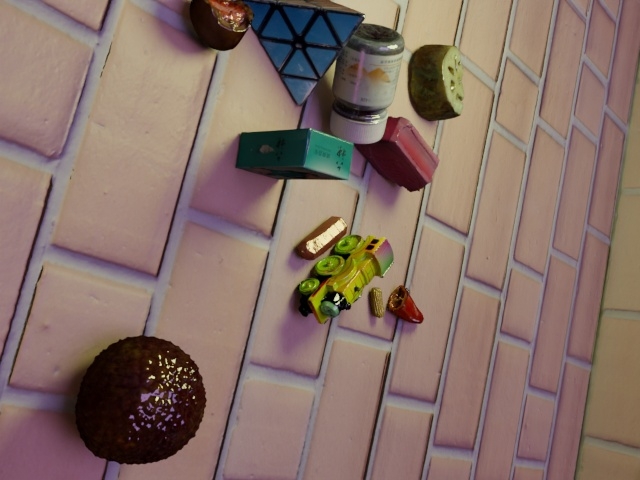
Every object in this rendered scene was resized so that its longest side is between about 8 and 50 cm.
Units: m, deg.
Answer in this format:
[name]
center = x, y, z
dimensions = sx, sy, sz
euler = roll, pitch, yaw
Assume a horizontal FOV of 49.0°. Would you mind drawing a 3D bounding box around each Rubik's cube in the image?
[Rubik's cube]
center = -0.033, -0.517, 1.730
dimensions = 0.228, 0.229, 0.233
euler = -32, 164, 0

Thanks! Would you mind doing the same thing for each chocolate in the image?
[chocolate]
center = -0.226, -0.494, 1.554
dimensions = 0.133, 0.124, 0.127
euler = 33, 94, -20

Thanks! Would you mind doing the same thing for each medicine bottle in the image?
[medicine bottle]
center = 0.114, -0.401, 1.805
dimensions = 0.165, 0.165, 0.273
euler = -28, 138, -41

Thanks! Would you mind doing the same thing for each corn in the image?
[corn]
center = 0.165, 0.180, 2.040
dimensions = 0.037, 0.037, 0.092
euler = -15, 104, -44

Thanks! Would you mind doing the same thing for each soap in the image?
[soap]
center = 0.230, -0.244, 1.996
dimensions = 0.250, 0.162, 0.099
euler = 42, 63, -39

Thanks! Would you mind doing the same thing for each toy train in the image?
[toy train]
center = 0.064, 0.097, 1.851
dimensions = 0.296, 0.160, 0.100
euler = -48, 130, -33

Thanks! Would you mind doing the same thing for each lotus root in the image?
[lotus root]
center = 0.356, -0.484, 2.143
dimensions = 0.138, 0.119, 0.235
euler = -16, 105, -50

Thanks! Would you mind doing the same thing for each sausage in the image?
[sausage]
center = 0.000, 0.001, 1.846
dimensions = 0.169, 0.065, 0.065
euler = -39, 118, -36

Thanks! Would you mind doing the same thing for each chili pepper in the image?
[chili pepper]
center = 0.271, 0.212, 2.140
dimensions = 0.169, 0.065, 0.088
euler = 45, 65, -43

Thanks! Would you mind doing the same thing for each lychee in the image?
[lychee]
center = -0.350, 0.315, 1.387
dimensions = 0.261, 0.261, 0.260
euler = -3, 94, -45

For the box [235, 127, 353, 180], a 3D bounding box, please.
[box]
center = -0.063, -0.198, 1.644
dimensions = 0.153, 0.245, 0.092
euler = 12, 86, -44
